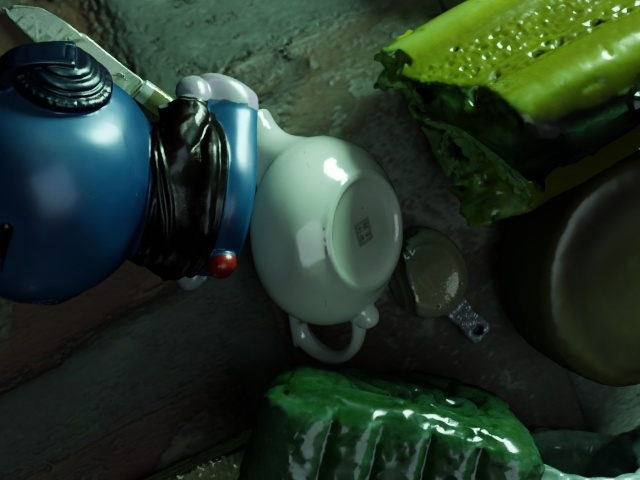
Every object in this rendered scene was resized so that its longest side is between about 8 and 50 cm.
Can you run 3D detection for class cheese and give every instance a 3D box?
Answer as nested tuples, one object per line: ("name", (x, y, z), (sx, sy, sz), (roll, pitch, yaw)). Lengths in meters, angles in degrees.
("cheese", (0.140, 0.062, 1.450), (0.092, 0.047, 0.171), (-28, 111, -13))

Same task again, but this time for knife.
("knife", (-0.205, -0.159, 1.277), (0.298, 0.017, 0.047), (36, 93, -25))

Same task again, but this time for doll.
("doll", (-0.226, -0.055, 1.171), (0.310, 0.240, 0.284), (9, 127, -18))

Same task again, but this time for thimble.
("thimble", (0.318, 0.323, 1.493), (0.250, 0.205, 0.172), (-8, 107, -50))

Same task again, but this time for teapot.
("teapot", (0.000, 0.000, 1.334), (0.204, 0.139, 0.298), (-24, 110, -50))

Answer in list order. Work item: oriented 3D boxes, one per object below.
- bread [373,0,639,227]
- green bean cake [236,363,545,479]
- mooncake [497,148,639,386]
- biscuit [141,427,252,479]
("bread", (0.271, -0.185, 1.351), (0.376, 0.251, 0.208), (-31, 146, -14))
("green bean cake", (0.074, 0.232, 1.336), (0.307, 0.300, 0.169), (14, 92, -1))
("mooncake", (0.355, 0.025, 1.471), (0.284, 0.155, 0.284), (-6, 106, -21))
("biscuit", (-0.137, 0.321, 1.396), (0.250, 0.046, 0.147), (-24, 111, -17))
